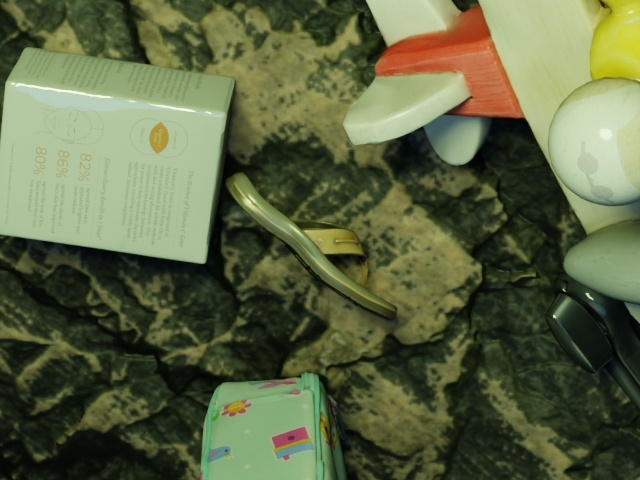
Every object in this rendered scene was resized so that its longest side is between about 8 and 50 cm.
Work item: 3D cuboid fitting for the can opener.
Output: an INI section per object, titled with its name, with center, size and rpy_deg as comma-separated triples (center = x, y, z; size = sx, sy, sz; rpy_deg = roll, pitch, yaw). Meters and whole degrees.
[can opener]
center = 0.248, 0.096, 1.639
size = 0.073, 0.059, 0.186
rpy_deg = -46, 117, -9

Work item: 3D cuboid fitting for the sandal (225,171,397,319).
[sandal]
center = 0.000, 0.000, 1.604
size = 0.180, 0.072, 0.049
rpy_deg = 43, 87, -11

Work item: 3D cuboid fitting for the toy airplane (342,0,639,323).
[toy airplane]
center = 0.186, -0.120, 1.398
size = 0.386, 0.272, 0.384
rpy_deg = 24, 129, -5

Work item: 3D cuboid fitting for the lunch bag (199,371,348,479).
[lunch bag]
center = -0.023, 0.254, 1.596
size = 0.108, 0.279, 0.224
rpy_deg = -10, 123, 7

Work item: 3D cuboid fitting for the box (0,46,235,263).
[box]
center = -0.161, -0.067, 1.560
size = 0.170, 0.091, 0.130
rpy_deg = 9, 113, -2
